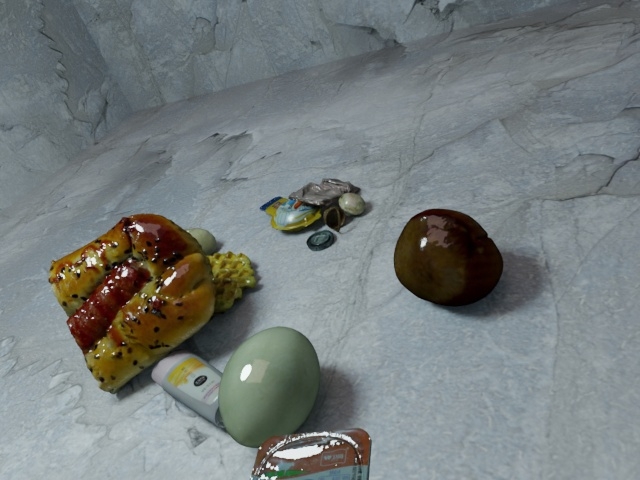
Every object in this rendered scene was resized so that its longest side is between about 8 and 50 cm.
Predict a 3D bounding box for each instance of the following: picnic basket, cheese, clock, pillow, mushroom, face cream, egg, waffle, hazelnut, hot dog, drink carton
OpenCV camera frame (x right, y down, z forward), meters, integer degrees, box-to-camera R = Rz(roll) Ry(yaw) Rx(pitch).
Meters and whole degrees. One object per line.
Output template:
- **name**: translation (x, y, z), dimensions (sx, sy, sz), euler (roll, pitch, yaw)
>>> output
- **picnic basket**: translation (0.047, -0.063, 1.555), dimensions (0.072, 0.072, 0.083), euler (-25, 21, -5)
- **cheese**: translation (-0.099, -0.092, 1.690), dimensions (0.177, 0.069, 0.270), euler (-36, 33, -23)
- **clock**: translation (0.000, 0.000, 1.539), dimensions (0.085, 0.017, 0.085), euler (-16, 32, 11)
- **pillow**: translation (0.018, -0.158, 1.662), dimensions (0.135, 0.049, 0.248), euler (19, 28, 28)
- **mushroom**: translation (0.095, -0.109, 1.598), dimensions (0.084, 0.067, 0.083), euler (14, 35, -10)
- **face cream**: translation (-0.271, 0.323, 1.167), dimensions (0.107, 0.073, 0.269), euler (-34, 31, -33)
- **cheese**: translation (-0.466, 0.054, 1.670), dimensions (0.159, 0.093, 0.263), euler (2, 37, 43)
- **egg**: translation (-0.097, 0.279, 1.014), dimensions (0.187, 0.186, 0.253), euler (-6, 35, 24)
- **waffle**: translation (-0.335, 0.138, 1.502), dimensions (0.312, 0.060, 0.307), euler (-33, 32, -20)
- **hazelnut**: translation (0.285, 0.039, 1.148), dimensions (0.230, 0.229, 0.229), euler (-16, 32, 10)
- **hot dog**: translation (-0.444, 0.126, 1.291), dimensions (0.366, 0.367, 0.196), euler (-31, -12, 1)
- **drink carton**: translation (0.004, 0.408, 0.752), dimensions (0.186, 0.189, 0.191), euler (-11, 34, 17)
